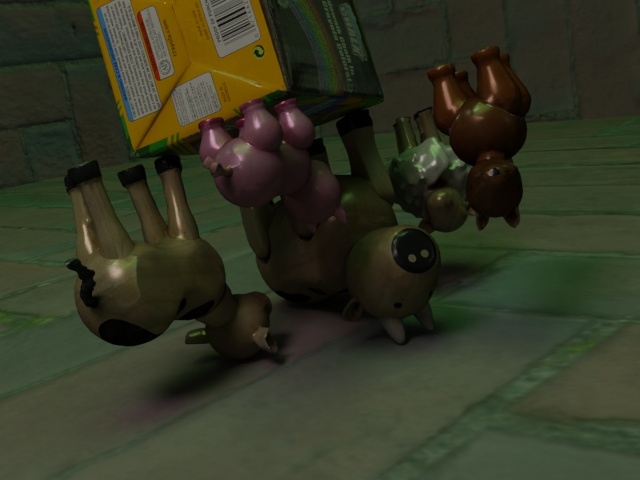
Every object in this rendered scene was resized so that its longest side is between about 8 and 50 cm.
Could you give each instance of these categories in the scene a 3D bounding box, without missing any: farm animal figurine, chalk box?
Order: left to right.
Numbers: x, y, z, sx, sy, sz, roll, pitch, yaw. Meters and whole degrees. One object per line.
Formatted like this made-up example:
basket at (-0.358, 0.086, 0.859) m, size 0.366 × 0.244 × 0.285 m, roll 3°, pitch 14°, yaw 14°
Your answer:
chalk box at (-0.047, -0.145, 0.634) m, size 0.132 × 0.132 × 0.213 m, roll -17°, pitch -1°, yaw 25°
farm animal figurine at (0.000, 0.000, 0.626) m, size 0.330 × 0.172 × 0.327 m, roll -17°, pitch 0°, yaw -6°
